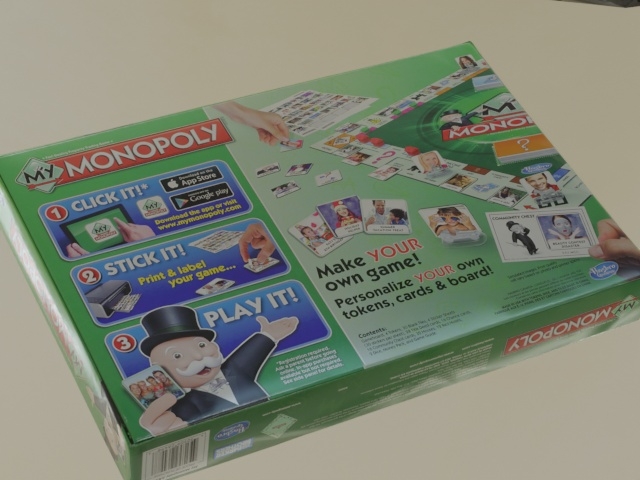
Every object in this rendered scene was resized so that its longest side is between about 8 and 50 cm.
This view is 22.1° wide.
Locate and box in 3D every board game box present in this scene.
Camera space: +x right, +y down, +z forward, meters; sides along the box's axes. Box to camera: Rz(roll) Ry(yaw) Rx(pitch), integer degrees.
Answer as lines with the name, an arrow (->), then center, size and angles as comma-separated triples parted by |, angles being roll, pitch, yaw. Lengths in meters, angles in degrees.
board game box -> 0.000, 0.000, 0.926 | 0.317, 0.213, 0.046 | -16, -39, -22

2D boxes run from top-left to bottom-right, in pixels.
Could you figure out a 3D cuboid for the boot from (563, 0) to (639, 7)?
boot -> 0.007, -0.320, 0.529 | 0.146, 0.367, 0.445 | -16, -61, -34
